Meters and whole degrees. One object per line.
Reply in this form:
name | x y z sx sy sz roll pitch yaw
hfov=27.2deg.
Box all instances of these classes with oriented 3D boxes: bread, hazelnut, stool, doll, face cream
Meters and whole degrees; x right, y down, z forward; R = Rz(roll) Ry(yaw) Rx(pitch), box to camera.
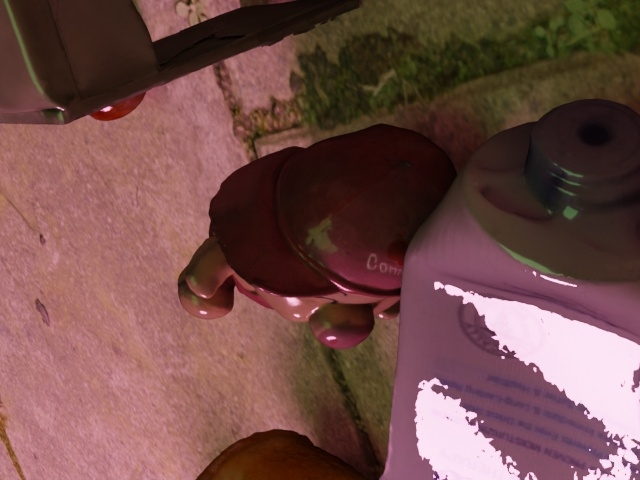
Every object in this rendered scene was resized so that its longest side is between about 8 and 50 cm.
bread | -0.017 0.260 1.219 0.143 0.139 0.229 24 168 41
hazelnut | -0.203 -0.156 1.256 0.086 0.086 0.086 34 137 38
stool | -0.150 -0.238 0.941 0.170 0.269 0.244 8 119 53
doll | 0.002 0.003 0.983 0.152 0.196 0.256 64 154 0
face cream | 0.155 0.087 0.881 0.235 0.137 0.420 17 136 17
